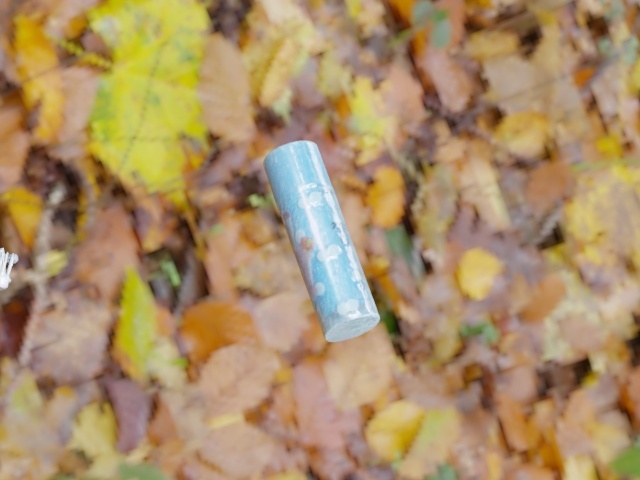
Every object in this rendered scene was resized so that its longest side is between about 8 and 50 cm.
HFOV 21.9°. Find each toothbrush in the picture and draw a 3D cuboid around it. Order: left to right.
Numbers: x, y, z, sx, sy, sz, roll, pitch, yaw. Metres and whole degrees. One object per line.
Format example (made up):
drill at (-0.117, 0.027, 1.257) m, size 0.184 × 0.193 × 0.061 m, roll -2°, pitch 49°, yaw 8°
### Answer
toothbrush at (-0.270, 0.032, 1.151) m, size 0.024 × 0.288 × 0.026 m, roll 25°, pitch 71°, yaw -25°

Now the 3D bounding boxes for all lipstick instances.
lipstick at (0.000, 0.000, 1.301) m, size 0.048 × 0.048 × 0.158 m, roll 23°, pitch 43°, yaw -60°
